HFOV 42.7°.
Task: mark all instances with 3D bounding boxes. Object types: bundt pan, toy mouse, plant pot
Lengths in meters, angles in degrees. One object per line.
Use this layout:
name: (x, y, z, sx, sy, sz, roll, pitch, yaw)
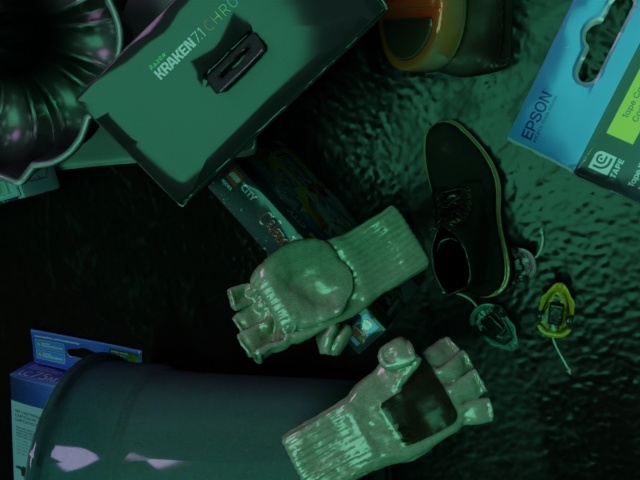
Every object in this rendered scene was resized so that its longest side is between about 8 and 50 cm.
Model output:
bundt pan: (-0.345, -0.223, 0.874, 0.331, 0.124, 0.331, 1, 100, 8)
toy mouse: (0.209, 0.062, 0.909, 0.143, 0.031, 0.161, 3, 104, 19)
plant pot: (-0.099, 0.293, 0.931, 0.334, 0.341, 0.341, -4, 102, 13)

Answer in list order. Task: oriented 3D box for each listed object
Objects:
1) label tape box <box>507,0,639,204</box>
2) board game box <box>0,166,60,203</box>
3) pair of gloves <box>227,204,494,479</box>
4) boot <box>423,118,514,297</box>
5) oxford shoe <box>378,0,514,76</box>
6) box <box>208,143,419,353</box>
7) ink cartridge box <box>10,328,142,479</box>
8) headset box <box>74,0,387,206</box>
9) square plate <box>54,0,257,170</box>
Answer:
label tape box: (0.389, -0.134, 0.756, 0.347, 0.115, 0.249, 27, 110, 14)
board game box: (-0.508, -0.185, 1.058, 0.318, 0.066, 0.318, -10, 100, 32)
pair of gloves: (0.035, 0.103, 0.786, 0.204, 0.042, 0.240, -22, 83, -7)
boot: (0.139, -0.037, 0.838, 0.077, 0.137, 0.198, -25, 78, 26)
oxford shoe: (0.136, -0.341, 0.808, 0.130, 0.132, 0.364, 6, 93, 59)
box: (0.000, 0.000, 0.900, 0.233, 0.159, 0.044, 48, 113, 4)
ink cartridge box: (-0.341, 0.290, 1.147, 0.186, 0.065, 0.311, 9, 104, 17)
headset box: (-0.073, -0.179, 0.779, 0.246, 0.283, 0.131, -42, 99, 8)
square plate: (-0.246, -0.264, 0.984, 0.344, 0.049, 0.347, -2, 102, 21)
